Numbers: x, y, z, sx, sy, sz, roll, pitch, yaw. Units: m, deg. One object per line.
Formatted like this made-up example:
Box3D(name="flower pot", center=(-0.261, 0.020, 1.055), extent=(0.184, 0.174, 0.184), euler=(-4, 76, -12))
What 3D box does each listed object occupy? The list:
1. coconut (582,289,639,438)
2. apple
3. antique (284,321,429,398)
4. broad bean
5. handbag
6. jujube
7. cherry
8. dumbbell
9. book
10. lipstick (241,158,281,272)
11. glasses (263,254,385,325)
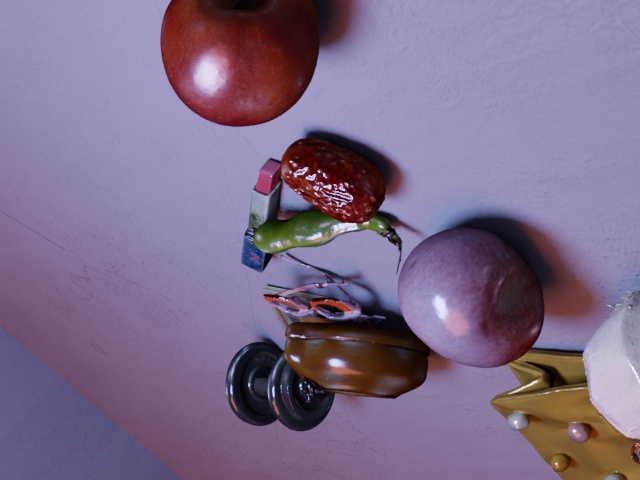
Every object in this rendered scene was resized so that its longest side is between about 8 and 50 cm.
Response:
Box3D(name="coconut", center=(0.485, 0.185, 1.518), extent=(0.224, 0.224, 0.234), euler=(36, 151, -4))
Box3D(name="apple", center=(-0.108, -0.267, 1.428), extent=(0.218, 0.218, 0.201), euler=(26, 153, 14))
Box3D(name="antique", center=(0.067, 0.227, 2.000), extent=(0.278, 0.128, 0.223), euler=(7, 169, 2))
Box3D(name="broad bean", center=(0.004, -0.010, 1.810), extent=(0.318, 0.098, 0.056), euler=(7, 159, 36))
Box3D(name="handbag", center=(0.506, 0.353, 1.843), extent=(0.283, 0.133, 0.401), euler=(-12, 128, 45))
Box3D(name="jujube", center=(0.018, -0.096, 1.667), extent=(0.176, 0.109, 0.112), euler=(29, 116, 14))
Box3D(name="cherry", center=(0.221, 0.093, 1.645), extent=(0.240, 0.206, 0.239), euler=(15, 151, 8))
Box3D(name="dumbbell", center=(-0.086, 0.315, 2.289), extent=(0.290, 0.192, 0.192), euler=(-5, 133, 45))
Box3D(name="book", center=(0.007, 0.168, 2.151), extent=(0.242, 0.018, 0.170), euler=(10, 143, 34))
Box3D(name="lipstick", center=(-0.107, -0.046, 1.921), extent=(0.051, 0.051, 0.312), euler=(27, 149, 10))
Box3D(name="glasses", center=(0.000, 0.108, 2.019), extent=(0.256, 0.095, 0.162), euler=(7, 156, 35))
